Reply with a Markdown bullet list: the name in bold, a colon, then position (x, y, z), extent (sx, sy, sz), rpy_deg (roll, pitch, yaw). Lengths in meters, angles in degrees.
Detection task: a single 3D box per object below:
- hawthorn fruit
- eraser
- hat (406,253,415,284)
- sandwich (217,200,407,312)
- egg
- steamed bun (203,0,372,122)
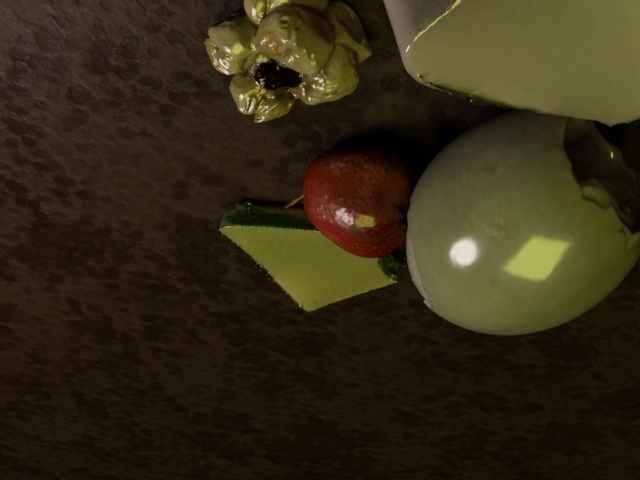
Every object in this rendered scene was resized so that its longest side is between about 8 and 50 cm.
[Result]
- **hawthorn fruit**: position (0.034, -0.064, 1.467), extent (0.203, 0.163, 0.163), rpy_deg (15, 147, 20)
- **eraser**: position (0.271, -0.254, 1.122), extent (0.331, 0.150, 0.331), rpy_deg (-6, 138, -5)
- **hat**: position (0.167, 0.035, 1.651), extent (0.058, 0.042, 0.087), rpy_deg (-4, 108, 11)
- **sandwich**: position (0.000, 0.000, 1.614), extent (0.212, 0.063, 0.245), rpy_deg (-20, 136, 27)
- **egg**: position (0.249, -0.014, 1.366), extent (0.278, 0.278, 0.336), rpy_deg (31, 135, -28)
- **steamed bun**: position (-0.045, -0.229, 1.275), extent (0.177, 0.106, 0.192), rpy_deg (-15, 136, 25)
